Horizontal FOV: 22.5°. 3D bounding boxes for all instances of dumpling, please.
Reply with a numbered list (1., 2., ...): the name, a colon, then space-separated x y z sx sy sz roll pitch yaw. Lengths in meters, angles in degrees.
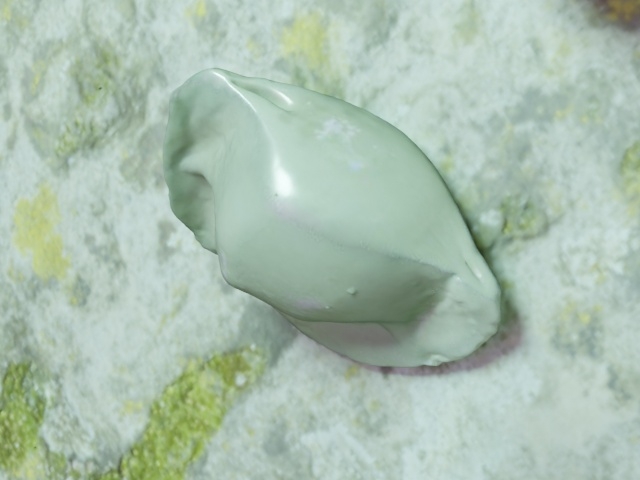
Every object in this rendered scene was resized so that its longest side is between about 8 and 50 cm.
1. dumpling: 0.000 0.000 1.043 0.252 0.131 0.179 32 136 4
